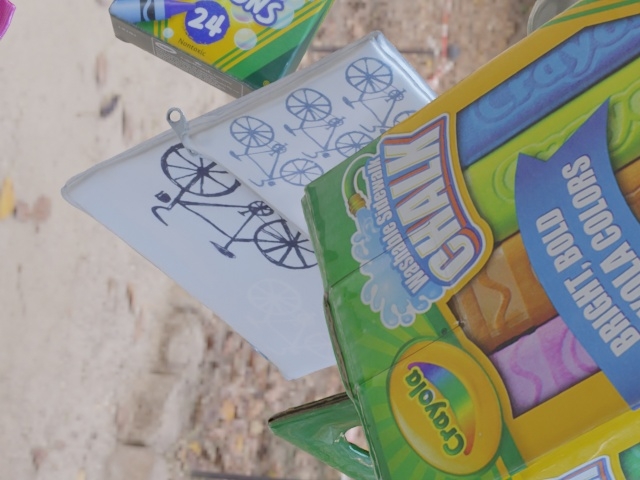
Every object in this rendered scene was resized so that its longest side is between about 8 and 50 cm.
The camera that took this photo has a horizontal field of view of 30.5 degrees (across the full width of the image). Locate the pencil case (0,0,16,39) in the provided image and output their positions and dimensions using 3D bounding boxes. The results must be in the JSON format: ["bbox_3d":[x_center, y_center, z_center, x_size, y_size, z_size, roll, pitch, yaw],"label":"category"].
[{"bbox_3d":[-0.283,-0.192,0.666,0.104,0.236,0.104,-47,-152,35],"label":"pencil case"}]

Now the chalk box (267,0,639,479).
[{"bbox_3d":[0.117,0.040,0.481,0.180,0.289,0.179,37,27,-42],"label":"chalk box"}]

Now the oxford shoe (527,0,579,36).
[{"bbox_3d":[0.391,-0.297,1.144,0.130,0.449,0.169,17,59,-49],"label":"oxford shoe"}]

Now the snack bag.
[{"bbox_3d":[0.000,0.000,0.933,0.323,0.343,0.037,43,44,-35],"label":"snack bag"}]

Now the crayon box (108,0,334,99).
[{"bbox_3d":[-0.070,-0.331,1.327,0.322,0.203,0.083,-62,179,-12],"label":"crayon box"}]
